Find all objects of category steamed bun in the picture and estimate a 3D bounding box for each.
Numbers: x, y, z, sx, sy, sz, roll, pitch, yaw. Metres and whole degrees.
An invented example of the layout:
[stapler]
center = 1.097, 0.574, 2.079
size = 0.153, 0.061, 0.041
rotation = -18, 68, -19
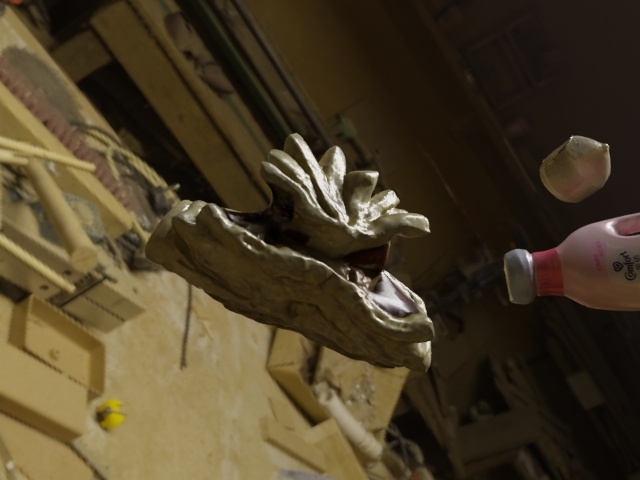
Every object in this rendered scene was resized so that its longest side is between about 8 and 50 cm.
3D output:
[steamed bun]
center = 0.000, 0.000, 1.130
size = 0.427, 0.189, 0.247
rotation = 27, 36, -7

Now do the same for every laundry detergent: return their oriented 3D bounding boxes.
[laundry detergent]
center = 0.432, 0.030, 1.125
size = 0.088, 0.335, 0.159
rotation = 70, 17, -49

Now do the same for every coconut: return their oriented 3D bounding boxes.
[coconut]
center = 0.449, -0.131, 1.383
size = 0.110, 0.124, 0.110
rotation = 28, 40, -26
